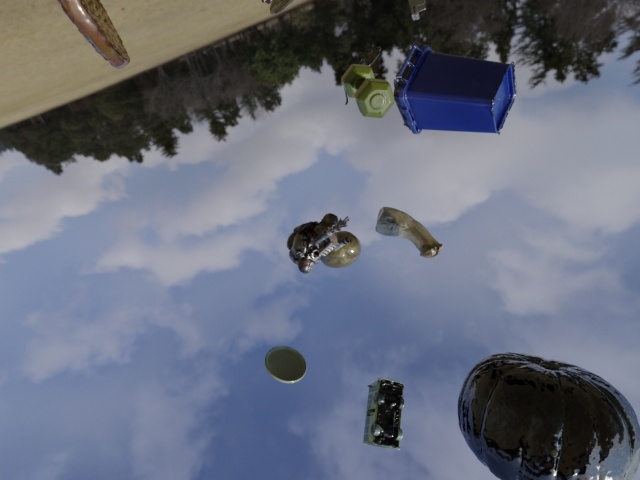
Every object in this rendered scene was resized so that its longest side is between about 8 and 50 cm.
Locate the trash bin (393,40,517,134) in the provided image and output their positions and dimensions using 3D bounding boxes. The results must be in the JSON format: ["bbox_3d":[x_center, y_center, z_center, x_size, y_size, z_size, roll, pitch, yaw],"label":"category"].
[{"bbox_3d":[0.297,-0.334,0.984,0.235,0.184,0.162,20,-103,33],"label":"trash bin"}]

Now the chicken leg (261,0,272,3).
[{"bbox_3d":[-0.132,-0.995,1.521,0.083,0.177,0.322,27,-97,6],"label":"chicken leg"}]

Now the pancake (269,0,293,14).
[{"bbox_3d":[-0.064,-0.803,1.375,0.250,0.031,0.250,-28,-145,22],"label":"pancake"}]

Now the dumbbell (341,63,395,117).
[{"bbox_3d":[0.148,-0.488,1.420,0.108,0.121,0.301,-23,-148,6],"label":"dumbbell"}]

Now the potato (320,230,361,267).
[{"bbox_3d":[0.079,0.042,1.886,0.235,0.178,0.160,-33,-138,55],"label":"potato"}]

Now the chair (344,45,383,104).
[{"bbox_3d":[0.183,-0.664,1.759,0.149,0.212,0.174,-9,-174,-28],"label":"chair"}]

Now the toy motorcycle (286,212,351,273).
[{"bbox_3d":[0.000,0.000,1.664,0.401,0.134,0.206,-27,-131,40],"label":"toy motorcycle"}]

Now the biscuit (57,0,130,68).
[{"bbox_3d":[-0.285,-0.289,0.505,0.027,0.187,0.188,-29,-151,-4],"label":"biscuit"}]

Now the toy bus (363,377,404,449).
[{"bbox_3d":[0.175,0.483,1.227,0.088,0.101,0.174,16,-119,-10],"label":"toy bus"}]

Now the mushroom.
[{"bbox_3d":[0.273,-0.025,1.344,0.092,0.224,0.081,-62,-175,-21],"label":"mushroom"}]

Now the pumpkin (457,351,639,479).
[{"bbox_3d":[0.488,0.401,0.971,0.364,0.265,0.363,11,-175,-1],"label":"pumpkin"}]

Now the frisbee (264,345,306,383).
[{"bbox_3d":[-0.087,0.310,1.097,0.110,0.014,0.110,15,-147,-10],"label":"frisbee"}]

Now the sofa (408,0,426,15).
[{"bbox_3d":[0.293,-0.714,1.309,0.060,0.085,0.147,-12,-164,18],"label":"sofa"}]
